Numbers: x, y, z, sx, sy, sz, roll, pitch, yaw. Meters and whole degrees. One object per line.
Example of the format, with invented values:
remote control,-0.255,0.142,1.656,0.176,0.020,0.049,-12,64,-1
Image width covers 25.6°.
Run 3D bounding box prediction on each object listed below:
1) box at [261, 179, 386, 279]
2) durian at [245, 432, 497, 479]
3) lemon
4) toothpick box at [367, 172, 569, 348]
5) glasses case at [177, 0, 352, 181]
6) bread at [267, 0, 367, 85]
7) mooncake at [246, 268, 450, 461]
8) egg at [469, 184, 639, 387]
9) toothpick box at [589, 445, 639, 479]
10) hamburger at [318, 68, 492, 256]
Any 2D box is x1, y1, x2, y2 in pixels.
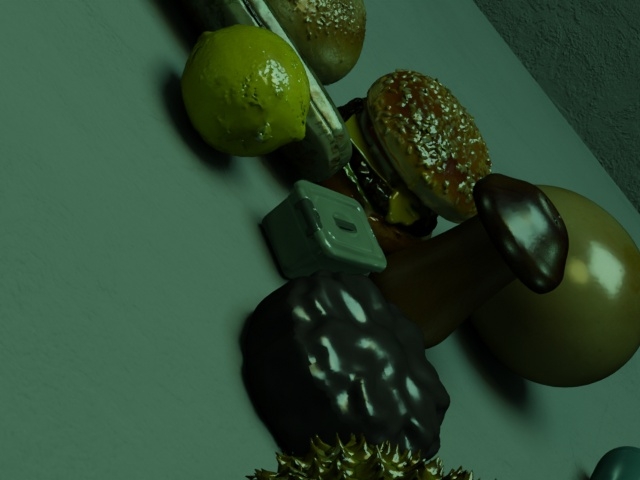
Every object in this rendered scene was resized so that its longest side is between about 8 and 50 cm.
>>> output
box,0.000,0.000,1.927,0.172,0.093,0.124,19,43,-56
durian,0.085,0.359,1.329,0.384,0.348,0.348,15,34,-11
lemon,-0.103,-0.205,1.899,0.173,0.173,0.206,14,41,-59
toothpick box,0.221,0.035,2.060,0.192,0.294,0.192,44,24,-26
glasses case,-0.095,-0.275,2.056,0.425,0.098,0.156,56,-21,1
bread,-0.048,-0.389,2.278,0.314,0.171,0.192,50,19,-11
mooncake,0.037,0.164,1.714,0.283,0.141,0.283,41,26,-26
egg,0.386,0.070,2.344,0.301,0.301,0.374,32,29,-46
toothpick box,0.496,0.421,2.324,0.120,0.120,0.184,57,25,4
hamburger,0.133,-0.129,2.212,0.291,0.225,0.291,41,28,-28
